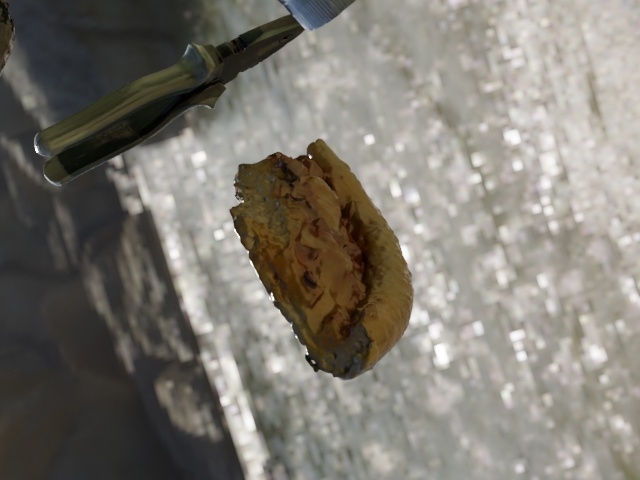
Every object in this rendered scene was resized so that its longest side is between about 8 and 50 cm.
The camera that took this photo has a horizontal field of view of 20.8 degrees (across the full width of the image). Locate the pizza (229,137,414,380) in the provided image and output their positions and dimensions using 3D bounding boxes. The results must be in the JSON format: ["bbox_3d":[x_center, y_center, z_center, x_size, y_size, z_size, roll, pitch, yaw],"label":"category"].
[{"bbox_3d":[0.000,0.000,1.522,0.182,0.074,0.365,38,-161,-17],"label":"pizza"}]

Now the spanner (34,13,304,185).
[{"bbox_3d":[-0.154,-0.158,1.851,0.040,0.325,0.096,54,167,22],"label":"spanner"}]

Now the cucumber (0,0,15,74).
[{"bbox_3d":[-0.261,-0.069,1.143,0.067,0.067,0.245,91,-166,-64],"label":"cucumber"}]

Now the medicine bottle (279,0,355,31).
[{"bbox_3d":[-0.043,-0.327,1.701,0.225,0.139,0.139,47,178,-15],"label":"medicine bottle"}]
